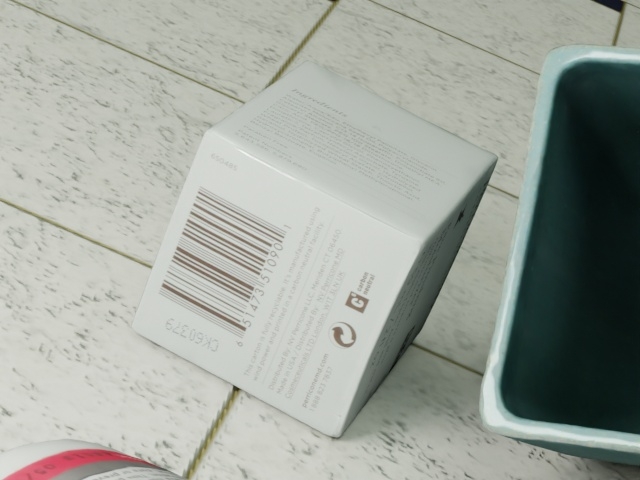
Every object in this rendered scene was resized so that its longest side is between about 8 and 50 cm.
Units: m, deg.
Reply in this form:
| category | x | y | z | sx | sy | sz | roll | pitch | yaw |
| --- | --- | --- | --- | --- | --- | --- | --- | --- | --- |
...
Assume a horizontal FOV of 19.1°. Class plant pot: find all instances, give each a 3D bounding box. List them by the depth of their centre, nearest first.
| category | x | y | z | sx | sy | sz | roll | pitch | yaw |
| --- | --- | --- | --- | --- | --- | --- | --- | --- | --- |
| plant pot | 0.271 | 0.043 | 1.205 | 0.248 | 0.247 | 0.252 | 6 | -15 | 24 |

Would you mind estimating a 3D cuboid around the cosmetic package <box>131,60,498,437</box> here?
| category | x | y | z | sx | sy | sz | roll | pitch | yaw |
| --- | --- | --- | --- | --- | --- | --- | --- | --- | --- |
| cosmetic package | 0.000 | 0.000 | 1.218 | 0.151 | 0.151 | 0.184 | 28 | 27 | 10 |

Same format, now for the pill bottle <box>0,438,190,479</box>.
| category | x | y | z | sx | sy | sz | roll | pitch | yaw |
| --- | --- | --- | --- | --- | --- | --- | --- | --- | --- |
| pill bottle | -0.014 | 0.196 | 0.685 | 0.319 | 0.176 | 0.176 | 16 | 15 | 41 |
